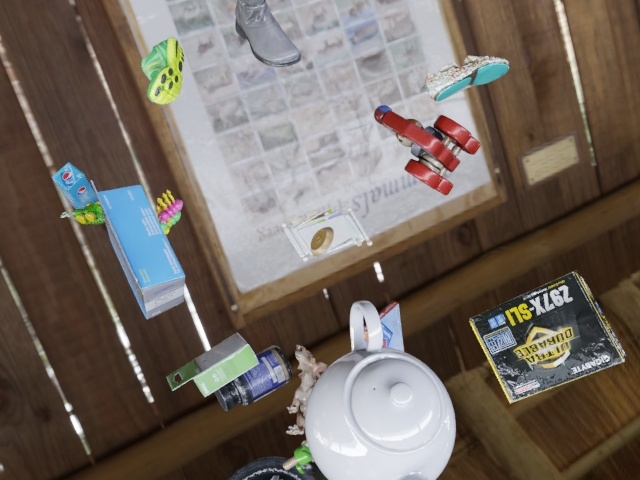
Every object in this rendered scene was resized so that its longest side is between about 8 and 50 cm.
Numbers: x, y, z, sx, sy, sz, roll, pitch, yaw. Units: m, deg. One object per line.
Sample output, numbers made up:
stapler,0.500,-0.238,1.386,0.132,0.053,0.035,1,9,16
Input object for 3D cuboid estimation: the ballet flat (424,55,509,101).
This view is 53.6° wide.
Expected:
ballet flat,0.370,-0.430,1.620,0.241,0.077,0.091,-23,159,-18

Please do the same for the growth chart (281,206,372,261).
growth chart,0.016,-0.027,1.905,0.238,0.171,0.021,-16,150,-14

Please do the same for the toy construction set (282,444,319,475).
toy construction set,0.128,0.512,1.334,0.237,0.308,0.257,-37,165,9

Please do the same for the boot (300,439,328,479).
boot,0.091,0.680,1.974,0.270,0.236,0.089,-11,145,-51

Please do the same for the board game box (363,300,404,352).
board game box,0.192,0.324,1.905,0.027,0.281,0.145,26,-129,38

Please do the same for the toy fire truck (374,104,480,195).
toy fire truck,0.261,-0.261,1.679,0.169,0.254,0.302,-58,158,10

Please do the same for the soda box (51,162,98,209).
soda box,-0.769,-0.160,2.001,0.071,0.067,0.210,-50,174,-19

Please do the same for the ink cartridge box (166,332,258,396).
ink cartridge box,-0.268,0.320,1.572,0.209,0.062,0.109,-31,-162,-15

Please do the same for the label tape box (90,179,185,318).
label tape box,-0.395,0.015,1.409,0.106,0.240,0.333,-24,167,-19

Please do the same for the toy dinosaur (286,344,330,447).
toy dinosaur,-0.016,0.462,1.810,0.127,0.295,0.200,2,-167,8

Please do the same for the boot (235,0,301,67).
boot,-0.181,-0.696,1.954,0.118,0.222,0.338,-29,-124,-25

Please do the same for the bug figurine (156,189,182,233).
bug figurine,-0.483,-0.032,1.836,0.216,0.072,0.279,-49,-179,-21

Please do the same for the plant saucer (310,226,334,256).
plant saucer,0.000,0.000,1.567,0.083,0.015,0.083,-36,-143,34

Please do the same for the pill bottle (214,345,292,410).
pill bottle,-0.203,0.413,1.888,0.219,0.122,0.123,-25,-166,-24

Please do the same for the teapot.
teapot,0.099,0.257,0.964,0.252,0.256,0.187,-52,166,-34

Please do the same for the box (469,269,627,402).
box,0.602,0.260,1.706,0.322,0.257,0.079,-31,165,30

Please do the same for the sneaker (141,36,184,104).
sneaker,-0.530,-0.552,2.105,0.124,0.109,0.295,-12,-130,16

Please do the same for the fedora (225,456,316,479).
fedora,-0.158,0.780,1.841,0.334,0.333,0.152,-20,176,-7

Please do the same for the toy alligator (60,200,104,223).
toy alligator,-0.603,-0.063,1.649,0.190,0.051,0.056,-7,-141,36
